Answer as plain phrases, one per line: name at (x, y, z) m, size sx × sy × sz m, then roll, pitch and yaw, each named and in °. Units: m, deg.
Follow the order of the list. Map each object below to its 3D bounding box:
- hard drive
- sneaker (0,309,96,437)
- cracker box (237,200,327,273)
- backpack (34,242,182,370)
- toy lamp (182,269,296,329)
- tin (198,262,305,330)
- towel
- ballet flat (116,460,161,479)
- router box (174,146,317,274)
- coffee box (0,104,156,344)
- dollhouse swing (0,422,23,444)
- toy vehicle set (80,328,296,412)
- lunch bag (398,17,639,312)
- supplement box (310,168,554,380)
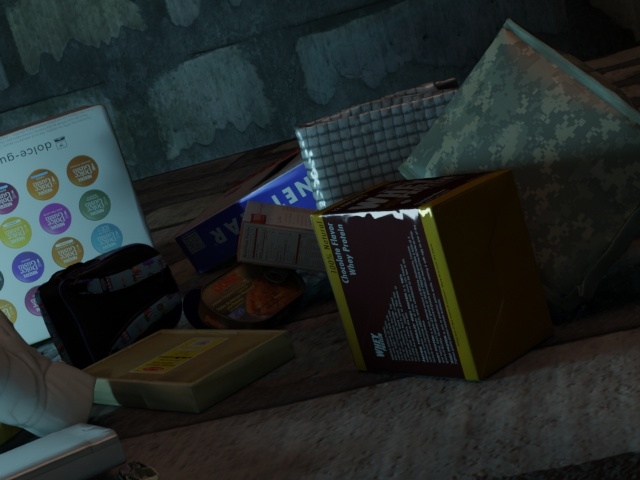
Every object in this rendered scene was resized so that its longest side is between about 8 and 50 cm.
hard drive at (-0.364, 0.264, 1.244) m, size 0.308 × 0.040 × 0.203 m, roll -21°, pitch 2°, yaw -22°
sneaker at (-0.370, 0.161, 1.498) m, size 0.108 × 0.169 × 0.292 m, roll -57°, pitch 30°, yaw 5°
cracker box at (0.000, 0.000, 1.782) m, size 0.232 × 0.067 × 0.155 m, roll 8°, pitch 12°, yaw -2°
backpack at (-0.289, 0.089, 1.728) m, size 0.173 × 0.158 × 0.117 m, roll -33°, pitch 13°, yaw -37°
toy lamp at (-0.105, 0.056, 1.849) m, size 0.080 × 0.080 × 0.275 m, roll -9°, pitch 16°, yaw 32°
tin at (-0.095, 0.079, 1.700) m, size 0.106 × 0.040 × 0.190 m, roll 30°, pitch 30°, yaw 16°
towel at (0.123, -0.112, 1.934) m, size 0.284 × 0.235 × 0.121 m, roll -16°, pitch 6°, yaw 1°
ballet flat at (-0.170, 0.236, 1.176) m, size 0.041 × 0.041 × 0.114 m, roll -19°, pitch 11°, yaw -12°
router box at (-0.060, -0.095, 2.209) m, size 0.335 × 0.082 × 0.301 m, roll -29°, pitch 10°, yaw 26°
coffee box at (-0.482, -0.025, 2.095) m, size 0.338 × 0.334 × 0.338 m, roll -20°, pitch 10°, yaw -12°
dollhouse swing at (-0.582, 0.144, 1.527) m, size 0.315 × 0.305 × 0.347 m, roll -10°, pitch 12°, yaw 29°
toy vehicle set at (-0.179, 0.160, 1.556) m, size 0.267 × 0.035 × 0.166 m, roll -4°, pitch 17°, yaw 47°
lunch bag at (0.274, -0.081, 1.425) m, size 0.169 × 0.235 × 0.287 m, roll 20°, pitch 21°, yaw -46°
supplement box at (0.120, 0.036, 1.341) m, size 0.129 × 0.191 × 0.194 m, roll -25°, pitch 14°, yaw -37°
